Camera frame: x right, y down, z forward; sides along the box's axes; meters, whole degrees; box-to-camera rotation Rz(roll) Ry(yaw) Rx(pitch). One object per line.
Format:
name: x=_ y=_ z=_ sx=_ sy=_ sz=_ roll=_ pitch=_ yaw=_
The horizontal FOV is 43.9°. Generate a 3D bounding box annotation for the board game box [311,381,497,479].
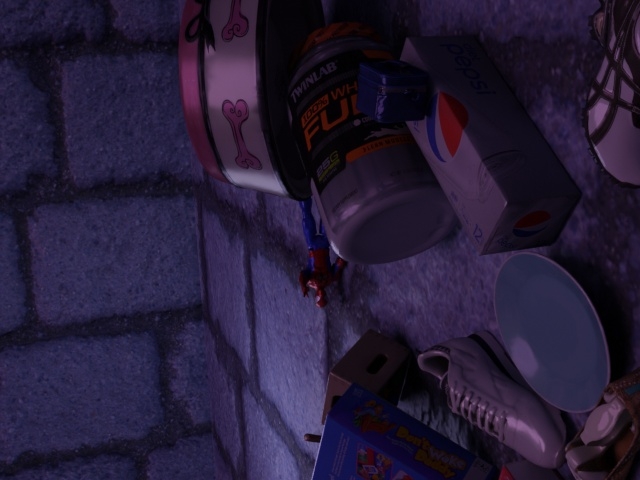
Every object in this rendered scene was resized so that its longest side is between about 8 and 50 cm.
board game box: x=0.100 y=0.400 z=1.200 sx=0.233 sy=0.078 sz=0.347 roll=29 pitch=135 yaw=19

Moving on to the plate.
plate: x=0.258 y=0.098 z=0.876 sx=0.188 sy=0.024 sz=0.188 roll=50 pitch=150 yaw=43

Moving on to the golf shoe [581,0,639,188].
golf shoe: x=0.274 y=-0.132 z=0.668 sx=0.094 sy=0.077 sz=0.198 roll=-136 pitch=33 yaw=-66

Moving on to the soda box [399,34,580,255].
soda box: x=0.182 y=-0.121 z=0.933 sx=0.091 sy=0.098 sz=0.286 roll=106 pitch=151 yaw=-48

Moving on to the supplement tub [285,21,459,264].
supplement tub: x=0.064 y=-0.141 z=1.114 sx=0.193 sy=0.194 sz=0.316 roll=112 pitch=145 yaw=-54

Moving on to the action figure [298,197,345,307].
action figure: x=0.000 y=0.000 z=1.493 sx=0.139 sy=0.092 sz=0.280 roll=-123 pitch=30 yaw=-75

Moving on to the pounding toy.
pounding toy: x=0.060 y=0.285 z=1.296 sx=0.094 sy=0.181 sz=0.206 roll=26 pitch=131 yaw=22

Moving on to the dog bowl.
dog bowl: x=-0.099 y=-0.267 z=1.300 sx=0.408 sy=0.150 sz=0.407 roll=0 pitch=-90 yaw=-76

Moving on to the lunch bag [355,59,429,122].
lunch bag: x=0.085 y=-0.180 z=0.935 sx=0.098 sy=0.067 sz=0.065 roll=-136 pitch=43 yaw=-60

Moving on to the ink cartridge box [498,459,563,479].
ink cartridge box: x=0.255 y=0.353 z=0.950 sx=0.109 sy=0.063 sz=0.150 roll=-123 pitch=32 yaw=-50

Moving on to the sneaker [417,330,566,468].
sneaker: x=0.210 y=0.201 z=0.977 sx=0.235 sy=0.095 sz=0.090 roll=-133 pitch=41 yaw=-57

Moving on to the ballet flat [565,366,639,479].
ballet flat: x=0.284 y=0.201 z=0.803 sx=0.073 sy=0.067 sz=0.206 roll=-119 pitch=28 yaw=-43
